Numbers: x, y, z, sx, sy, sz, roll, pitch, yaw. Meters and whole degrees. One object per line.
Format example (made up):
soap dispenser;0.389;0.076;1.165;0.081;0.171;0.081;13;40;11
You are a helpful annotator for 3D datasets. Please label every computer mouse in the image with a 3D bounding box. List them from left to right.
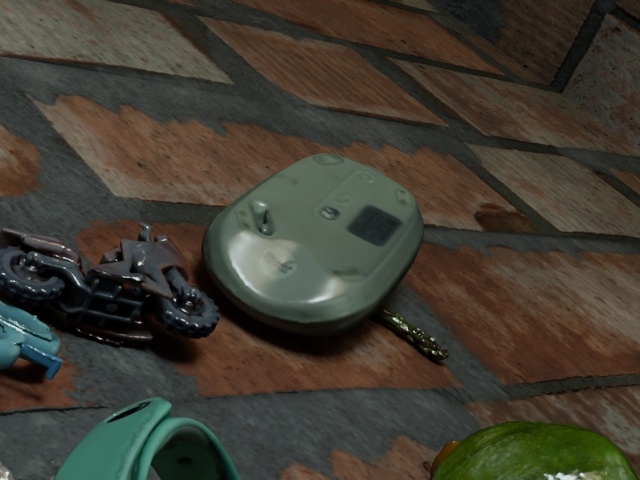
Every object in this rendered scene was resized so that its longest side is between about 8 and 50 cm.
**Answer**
computer mouse;-0.002;0.005;1.426;0.197;0.095;0.331;32;31;11

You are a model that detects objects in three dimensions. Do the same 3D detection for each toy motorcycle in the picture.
toy motorcycle;-0.195;0.033;1.185;0.212;0.084;0.118;15;32;-26

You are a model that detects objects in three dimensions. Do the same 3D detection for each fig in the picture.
fig;0.132;0.246;0.996;0.235;0.203;0.203;-13;40;-23

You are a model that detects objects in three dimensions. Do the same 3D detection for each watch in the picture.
watch;-0.088;0.199;0.752;0.237;0.068;0.195;-37;109;-75

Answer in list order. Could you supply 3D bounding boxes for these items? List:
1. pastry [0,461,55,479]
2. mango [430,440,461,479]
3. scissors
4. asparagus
pastry;-0.273;0.150;0.809;0.265;0.112;0.103;23;21;19
mango;0.146;0.228;1.174;0.080;0.060;0.114;28;13;-45
scissors;-0.378;0.006;1.030;0.393;0.032;0.180;28;1;-2
asparagus;0.039;0.064;1.468;0.248;0.024;0.025;33;65;12
